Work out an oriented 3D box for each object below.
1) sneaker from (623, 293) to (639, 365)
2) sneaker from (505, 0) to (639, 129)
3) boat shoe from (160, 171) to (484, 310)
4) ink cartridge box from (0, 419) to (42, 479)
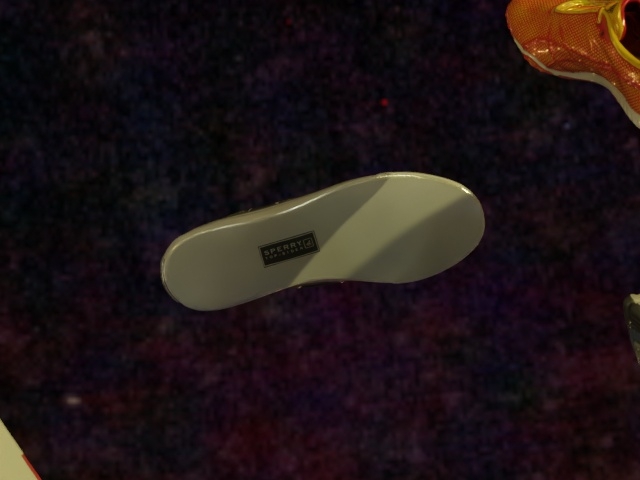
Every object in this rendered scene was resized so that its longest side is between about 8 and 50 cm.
[{"bbox_3d":[0.273,0.088,0.718,0.129,0.297,0.111,-26,124,-5],"label":"sneaker"},{"bbox_3d":[0.173,-0.122,0.827,0.064,0.175,0.067,-24,126,-22],"label":"sneaker"},{"bbox_3d":[0.000,0.000,0.995,0.228,0.080,0.076,-16,-170,-1],"label":"boat shoe"},{"bbox_3d":[-0.228,0.163,0.499,0.272,0.114,0.197,-23,119,7],"label":"ink cartridge box"}]
